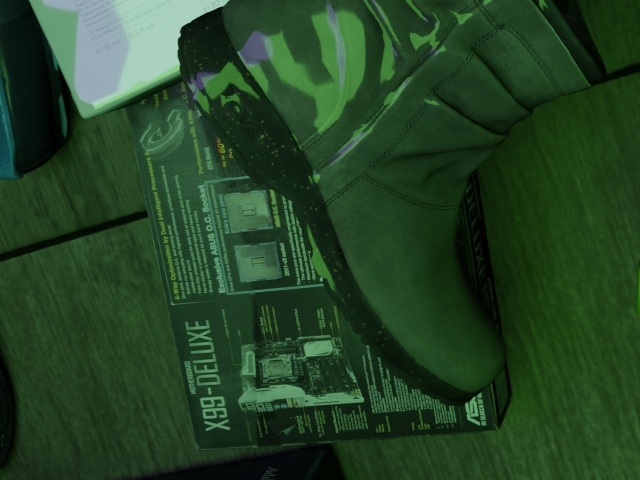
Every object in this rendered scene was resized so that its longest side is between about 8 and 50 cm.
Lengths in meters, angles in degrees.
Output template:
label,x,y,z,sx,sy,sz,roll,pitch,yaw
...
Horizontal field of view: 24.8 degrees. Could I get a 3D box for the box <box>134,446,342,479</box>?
label,x,y,z,sx,sy,sz,roll,pitch,yaw
box,-0.222,0.409,1.056,0.472,0.480,0.297,-14,103,19

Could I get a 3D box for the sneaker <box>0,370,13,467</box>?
label,x,y,z,sx,sy,sz,roll,pitch,yaw
sneaker,-0.320,0.106,1.225,0.082,0.069,0.209,11,122,46

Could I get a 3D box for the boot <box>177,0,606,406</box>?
label,x,y,z,sx,sy,sz,roll,pitch,yaw
boot,0.087,-0.056,0.916,0.223,0.118,0.338,-29,118,17

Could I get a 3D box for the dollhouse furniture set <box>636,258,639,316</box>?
label,x,y,z,sx,sy,sz,roll,pitch,yaw
dollhouse furniture set,0.286,-0.114,0.914,0.151,0.197,0.301,3,107,16

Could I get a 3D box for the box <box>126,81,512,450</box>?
label,x,y,z,sx,sy,sz,roll,pitch,yaw
box,0.000,0.000,1.091,0.242,0.076,0.307,-7,104,17

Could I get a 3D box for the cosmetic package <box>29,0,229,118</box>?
label,x,y,z,sx,sy,sz,roll,pitch,yaw
cosmetic package,-0.044,-0.286,0.956,0.377,0.097,0.284,-23,96,15

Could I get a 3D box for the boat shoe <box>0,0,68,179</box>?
label,x,y,z,sx,sy,sz,roll,pitch,yaw
boat shoe,-0.248,-0.179,1.104,0.109,0.089,0.258,17,119,31
